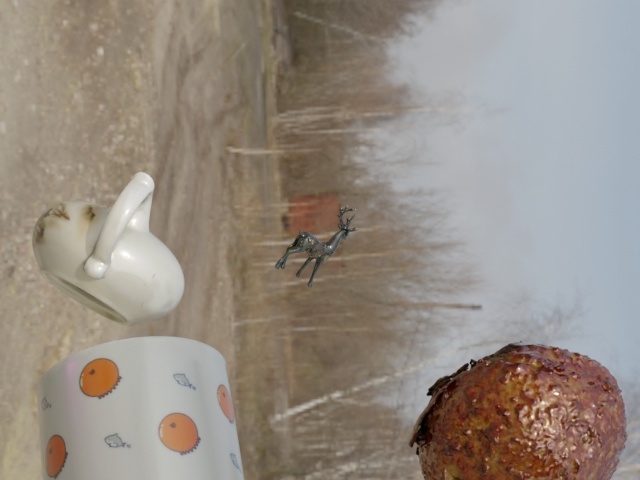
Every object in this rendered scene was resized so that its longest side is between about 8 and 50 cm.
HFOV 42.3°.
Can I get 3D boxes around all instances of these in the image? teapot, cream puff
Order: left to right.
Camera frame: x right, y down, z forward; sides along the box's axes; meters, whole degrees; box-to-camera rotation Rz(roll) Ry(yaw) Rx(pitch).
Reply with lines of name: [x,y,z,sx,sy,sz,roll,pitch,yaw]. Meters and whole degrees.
teapot: [-0.260,0.017,1.049,0.139,0.204,0.298,-58,-171,-20]
cream puff: [0.320,0.312,1.261,0.229,0.350,0.351,-127,-153,-44]

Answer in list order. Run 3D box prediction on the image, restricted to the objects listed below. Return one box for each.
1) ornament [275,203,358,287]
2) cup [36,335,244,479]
ornament: [0.000,0.000,1.094,0.073,0.125,0.028,35,11,-40]
cup: [-0.179,0.288,0.860,0.212,0.212,0.317,89,-11,-57]
